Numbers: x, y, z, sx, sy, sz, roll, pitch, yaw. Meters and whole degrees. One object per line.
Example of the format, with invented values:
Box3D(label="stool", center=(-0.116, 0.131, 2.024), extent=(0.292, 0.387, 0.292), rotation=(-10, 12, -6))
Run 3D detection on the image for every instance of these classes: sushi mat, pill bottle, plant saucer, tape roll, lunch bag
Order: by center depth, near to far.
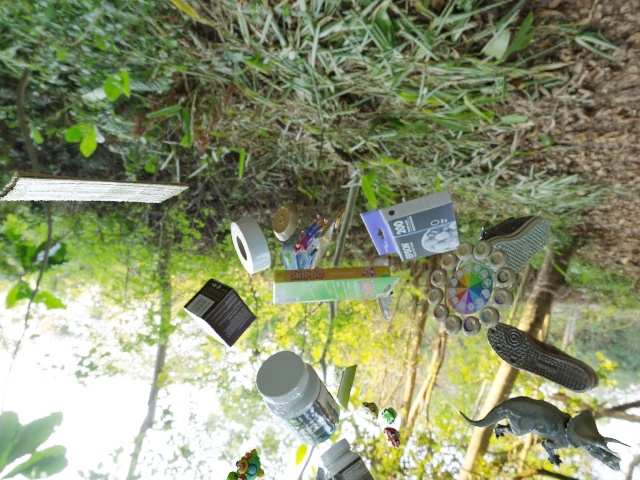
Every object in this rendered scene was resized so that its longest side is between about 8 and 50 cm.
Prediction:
Box3D(label="sushi mat", center=(-0.442, -0.102, 0.810), extent=(0.152, 0.019, 0.317), rotation=(-14, 175, 38))
Box3D(label="plant saucer", center=(-0.078, -0.042, 0.852), extent=(0.015, 0.083, 0.084), rotation=(16, 175, -40))
Box3D(label="pill bottle", center=(-0.076, 0.558, 1.416), extent=(0.204, 0.204, 0.360), rotation=(10, 141, 36))
Box3D(label="pill bottle", center=(0.123, 0.946, 1.570), extent=(0.283, 0.161, 0.161), rotation=(51, -160, 28))
Box3D(label="plant saucer", center=(0.108, 0.626, 1.730), extent=(0.045, 0.188, 0.188), rotation=(15, 162, 4))
Box3D(label="lunch bag", center=(-0.096, 0.052, 1.759), extent=(0.090, 0.175, 0.219), rotation=(3, -149, 12))
Box3D(label="tape roll", center=(-0.360, 0.023, 2.045), extent=(0.100, 0.285, 0.286), rotation=(-22, -168, -22))

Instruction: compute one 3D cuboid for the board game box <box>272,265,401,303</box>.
Box3D(label="board game box", center=(0.030, 0.095, 0.850), extent=(0.260, 0.039, 0.124), rotation=(0, 152, -7))

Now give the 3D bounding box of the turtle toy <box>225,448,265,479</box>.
Box3D(label="turtle toy", center=(-0.240, 0.724, 1.259), extent=(0.066, 0.130, 0.095), rotation=(46, -178, -45))

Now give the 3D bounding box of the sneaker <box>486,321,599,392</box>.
Box3D(label="sneaker", center=(0.392, 0.211, 0.716), extent=(0.071, 0.066, 0.188), rotation=(17, -170, -38))

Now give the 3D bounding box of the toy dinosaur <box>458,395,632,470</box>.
Box3D(label="toy dinosaur", center=(0.489, 0.409, 0.910), extent=(0.314, 0.160, 0.121), rotation=(17, -142, 26))

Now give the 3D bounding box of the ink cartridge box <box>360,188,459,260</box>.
Box3D(label="ink cartridge box", center=(0.224, -0.022, 0.977), extent=(0.209, 0.045, 0.206), rotation=(-14, 145, 16))

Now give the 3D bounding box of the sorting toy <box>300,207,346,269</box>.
Box3D(label="sorting toy", center=(0.000, 0.000, 1.442), extent=(0.047, 0.195, 0.347), rotation=(26, -137, 9))

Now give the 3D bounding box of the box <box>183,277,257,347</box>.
Box3D(label="box", center=(-0.406, 0.292, 1.627), extent=(0.169, 0.167, 0.203), rotation=(15, 145, 41))

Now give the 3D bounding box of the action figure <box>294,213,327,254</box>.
Box3D(label="action figure", center=(-0.029, -0.013, 0.986), extent=(0.038, 0.115, 0.030), rotation=(32, 170, 20))

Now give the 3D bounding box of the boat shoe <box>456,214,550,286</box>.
Box3D(label="boat shoe", center=(0.675, 0.034, 1.524), extent=(0.501, 0.186, 0.156), rotation=(-26, -157, -27))

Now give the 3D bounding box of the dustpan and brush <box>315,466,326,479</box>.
Box3D(label="dustpan and brush", center=(0.007, 1.031, 1.650), extent=(0.061, 0.147, 0.211), rotation=(6, 144, 4))

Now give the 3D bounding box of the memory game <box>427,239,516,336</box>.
Box3D(label="memory game", center=(0.269, 0.085, 0.732), extent=(0.012, 0.186, 0.186), rotation=(22, 173, -29))

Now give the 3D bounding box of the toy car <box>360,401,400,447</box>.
Box3D(label="toy car", center=(0.290, 0.774, 1.742), extent=(0.239, 0.053, 0.224), rotation=(46, 148, 22))

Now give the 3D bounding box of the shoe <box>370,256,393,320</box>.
Box3D(label="shoe", center=(0.209, 0.157, 1.298), extent=(0.059, 0.218, 0.076), rotation=(-11, -168, 11))
